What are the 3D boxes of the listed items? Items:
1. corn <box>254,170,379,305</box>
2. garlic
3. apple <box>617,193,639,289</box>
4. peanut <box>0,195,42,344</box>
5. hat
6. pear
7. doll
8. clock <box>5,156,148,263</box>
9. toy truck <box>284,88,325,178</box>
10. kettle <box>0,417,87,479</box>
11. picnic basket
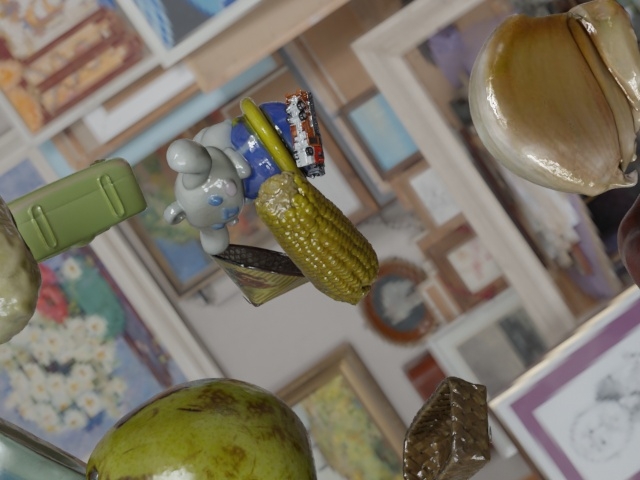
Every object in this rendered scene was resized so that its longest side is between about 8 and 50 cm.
[{"bbox_3d":[0.000,0.000,1.549,0.262,0.097,0.097,48,-174,-47],"label":"corn"},{"bbox_3d":[0.272,-0.152,1.397,0.110,0.217,0.228,139,119,-67],"label":"garlic"},{"bbox_3d":[0.552,0.003,1.790,0.234,0.234,0.234,56,180,1],"label":"apple"},{"bbox_3d":[-0.461,0.008,1.581,0.313,0.152,0.152,55,179,42],"label":"peanut"},{"bbox_3d":[-0.093,0.065,1.920,0.193,0.193,0.082,-90,11,-82],"label":"hat"},{"bbox_3d":[-0.136,0.288,1.409,0.283,0.283,0.283,56,180,1],"label":"pear"},{"bbox_3d":[-0.124,-0.122,1.725,0.311,0.242,0.160,43,-156,-70],"label":"doll"},{"bbox_3d":[-0.478,-0.024,2.062,0.348,0.286,0.117,-15,102,55],"label":"clock"},{"bbox_3d":[-0.013,-0.100,1.156,0.032,0.024,0.083,-4,-98,-52],"label":"toy truck"},{"bbox_3d":[-0.448,0.398,1.535,0.247,0.342,0.319,31,170,-20],"label":"kettle"},{"bbox_3d":[0.143,0.234,1.392,0.193,0.055,0.110,112,162,-58],"label":"picnic basket"}]
